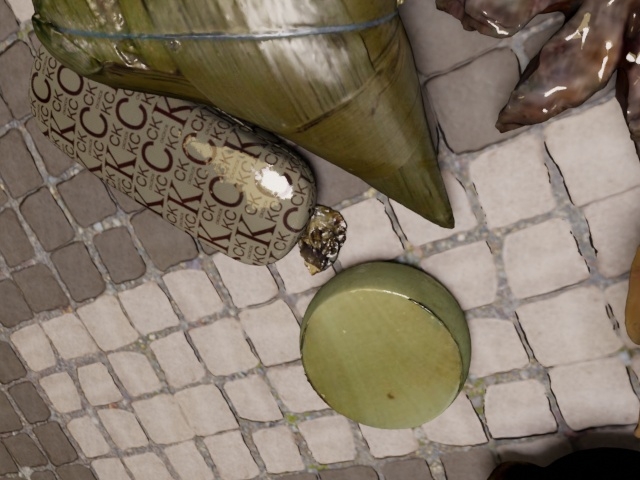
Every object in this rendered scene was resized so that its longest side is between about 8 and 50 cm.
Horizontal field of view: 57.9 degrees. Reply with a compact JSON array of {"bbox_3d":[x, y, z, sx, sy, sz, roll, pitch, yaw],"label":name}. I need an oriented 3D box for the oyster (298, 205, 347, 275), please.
[{"bbox_3d":[-0.001,0.003,0.651,0.054,0.019,0.083,20,117,12],"label":"oyster"}]

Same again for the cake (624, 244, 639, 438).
[{"bbox_3d":[0.373,0.070,0.364,0.332,0.332,0.321,-30,99,28],"label":"cake"}]

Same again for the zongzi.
[{"bbox_3d":[-0.059,-0.136,0.534,0.322,0.160,0.361,-14,112,17],"label":"zongzi"}]

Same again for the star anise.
[{"bbox_3d":[0.242,-0.202,0.420,0.331,0.117,0.332,9,112,23],"label":"star anise"}]

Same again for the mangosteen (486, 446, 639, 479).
[{"bbox_3d":[0.270,0.344,0.574,0.302,0.275,0.275,-12,110,58],"label":"mangosteen"}]

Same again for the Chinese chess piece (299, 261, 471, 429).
[{"bbox_3d":[0.070,0.115,0.638,0.188,0.083,0.189,6,112,15],"label":"Chinese chess piece"}]

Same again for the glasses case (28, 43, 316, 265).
[{"bbox_3d":[-0.166,-0.102,0.633,0.354,0.085,0.137,32,116,7],"label":"glasses case"}]
